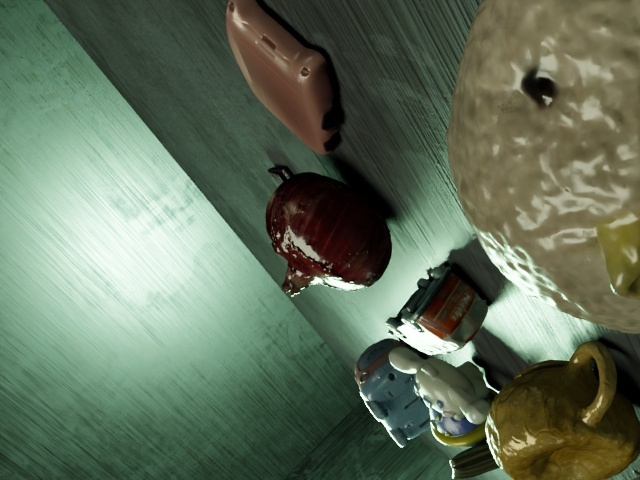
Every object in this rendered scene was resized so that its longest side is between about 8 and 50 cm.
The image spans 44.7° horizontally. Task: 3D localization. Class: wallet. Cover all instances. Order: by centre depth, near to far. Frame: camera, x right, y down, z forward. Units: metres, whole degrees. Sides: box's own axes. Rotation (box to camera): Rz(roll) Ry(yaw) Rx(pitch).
[{"bbox_3d":[-0.051,-0.097,1.730,0.166,0.030,0.111,52,173,-18],"label":"wallet"}]

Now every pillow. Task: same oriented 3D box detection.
[{"bbox_3d":[0.370,0.444,1.625,0.212,0.208,0.052,68,180,-63],"label":"pillow"}]

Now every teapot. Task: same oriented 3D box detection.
[{"bbox_3d":[0.338,0.234,1.093,0.311,0.203,0.167,97,175,-50],"label":"teapot"}]

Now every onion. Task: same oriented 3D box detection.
[{"bbox_3d":[0.000,0.000,1.365,0.252,0.219,0.252,40,176,3],"label":"onion"}]

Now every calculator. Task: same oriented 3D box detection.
[{"bbox_3d":[-0.055,-0.234,1.180,0.220,0.048,0.330,43,171,14],"label":"calculator"}]

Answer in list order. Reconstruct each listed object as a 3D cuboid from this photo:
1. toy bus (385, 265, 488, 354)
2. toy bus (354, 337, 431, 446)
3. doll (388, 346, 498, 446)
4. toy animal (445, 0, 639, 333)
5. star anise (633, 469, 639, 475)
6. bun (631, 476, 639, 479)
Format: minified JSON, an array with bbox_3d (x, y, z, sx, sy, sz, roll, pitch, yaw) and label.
[{"bbox_3d":[0.202,0.129,1.341,0.120,0.121,0.265,37,168,4],"label":"toy bus"},{"bbox_3d":[0.208,0.388,2.110,0.294,0.197,0.232,52,179,-37],"label":"toy bus"},{"bbox_3d":[0.302,0.328,1.607,0.243,0.159,0.311,64,167,-12],"label":"doll"},{"bbox_3d":[0.193,-0.043,0.508,0.226,0.188,0.358,47,172,31],"label":"toy animal"},{"bbox_3d":[0.540,0.392,1.156,0.140,0.144,0.158,-18,135,28],"label":"star anise"},{"bbox_3d":[0.494,0.389,1.001,0.229,0.145,0.229,48,157,29],"label":"bun"}]
